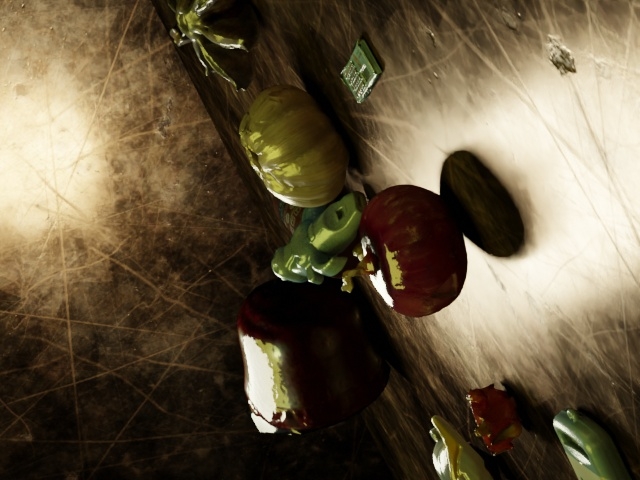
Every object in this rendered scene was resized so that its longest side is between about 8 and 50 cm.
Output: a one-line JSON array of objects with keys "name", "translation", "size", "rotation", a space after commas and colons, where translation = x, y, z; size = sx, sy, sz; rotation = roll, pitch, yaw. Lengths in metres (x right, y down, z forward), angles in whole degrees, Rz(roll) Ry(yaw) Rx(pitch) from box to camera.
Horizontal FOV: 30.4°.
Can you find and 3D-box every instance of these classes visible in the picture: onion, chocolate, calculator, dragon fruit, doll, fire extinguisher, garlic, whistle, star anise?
[{"name": "onion", "translation": [0.118, 0.013, 1.540], "size": [0.177, 0.154, 0.177], "rotation": [-9, 80, 62]}, {"name": "chocolate", "translation": [-0.048, 0.239, 2.820], "size": [0.383, 0.384, 0.331], "rotation": [-138, 26, -69]}, {"name": "calculator", "translation": [0.351, 0.296, 1.455], "size": [0.210, 0.039, 0.121], "rotation": [63, 171, -13]}, {"name": "dragon fruit", "translation": [0.273, 0.267, 1.803], "size": [0.126, 0.068, 0.112], "rotation": [48, -157, -55]}, {"name": "doll", "translation": [0.304, 0.457, 2.184], "size": [0.316, 0.103, 0.145], "rotation": [41, -175, 38]}, {"name": "fire extinguisher", "translation": [-0.011, -0.057, 2.340], "size": [0.114, 0.135, 0.337], "rotation": [17, -163, -30]}, {"name": "garlic", "translation": [-0.047, -0.157, 1.995], "size": [0.228, 0.152, 0.228], "rotation": [52, 172, 11]}, {"name": "calculator", "translation": [0.053, -0.224, 1.568], "size": [0.057, 0.018, 0.172], "rotation": [59, 172, 2]}, {"name": "whistle", "translation": [0.000, 0.000, 2.101], "size": [0.269, 0.093, 0.180], "rotation": [-48, 38, 43]}, {"name": "star anise", "translation": [-0.187, -0.424, 2.101], "size": [0.315, 0.139, 0.359], "rotation": [54, 159, -10]}]

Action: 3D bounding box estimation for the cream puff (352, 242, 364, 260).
[{"name": "cream puff", "translation": [0.098, 0.017, 2.017], "size": [0.083, 0.058, 0.083], "rotation": [22, -164, 8]}]
